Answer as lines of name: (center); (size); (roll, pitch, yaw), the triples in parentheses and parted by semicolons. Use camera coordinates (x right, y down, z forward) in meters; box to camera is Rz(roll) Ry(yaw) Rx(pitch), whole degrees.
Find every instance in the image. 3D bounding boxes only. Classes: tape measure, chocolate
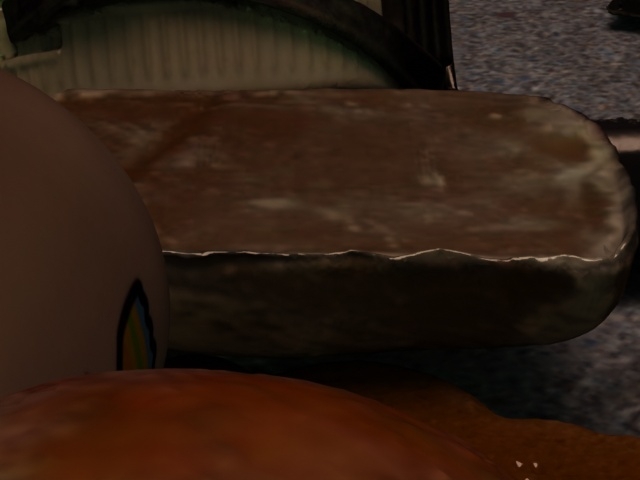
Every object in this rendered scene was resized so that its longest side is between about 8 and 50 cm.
tape measure: (-0.036, -0.116, 0.900); (0.271, 0.133, 0.231); (-2, -3, -9)
chocolate: (0.000, 0.002, 0.740); (0.254, 0.080, 0.157); (0, 28, -1)

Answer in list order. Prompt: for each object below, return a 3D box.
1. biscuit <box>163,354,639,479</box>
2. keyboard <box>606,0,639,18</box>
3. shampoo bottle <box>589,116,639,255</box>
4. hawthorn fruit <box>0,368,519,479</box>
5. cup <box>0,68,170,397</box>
biscuit: (0.017, 0.104, 0.648); (0.295, 0.044, 0.186); (14, 27, 27)
keyboard: (0.267, -0.191, 1.237); (0.093, 0.025, 0.230); (12, 30, 20)
shampoo bottle: (0.109, -0.027, 0.858); (0.309, 0.071, 0.098); (-3, 4, -2)
hawthorn fruit: (-0.016, 0.161, 0.364); (0.231, 0.235, 0.263); (-31, 75, -17)
cup: (-0.148, 0.025, 0.524); (0.191, 0.253, 0.200); (14, 34, 8)
